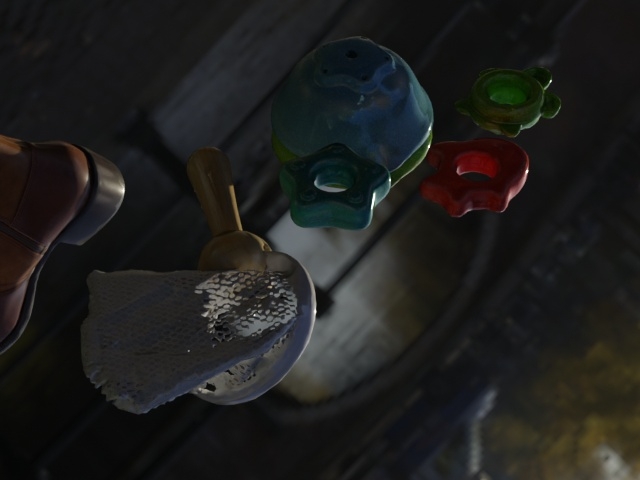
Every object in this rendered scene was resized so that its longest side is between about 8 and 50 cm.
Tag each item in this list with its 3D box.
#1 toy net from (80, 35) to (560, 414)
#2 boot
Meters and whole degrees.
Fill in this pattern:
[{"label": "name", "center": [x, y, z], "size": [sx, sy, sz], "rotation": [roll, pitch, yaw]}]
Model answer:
[{"label": "toy net", "center": [0.000, 0.000, 0.656], "size": [0.232, 0.122, 0.045], "rotation": [-53, 154, -41]}, {"label": "boot", "center": [-0.324, 0.003, 1.425], "size": [0.264, 0.096, 0.280], "rotation": [-39, 153, 19]}]
